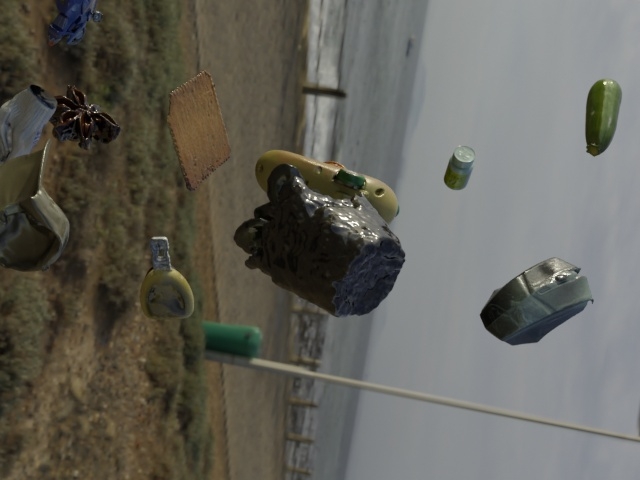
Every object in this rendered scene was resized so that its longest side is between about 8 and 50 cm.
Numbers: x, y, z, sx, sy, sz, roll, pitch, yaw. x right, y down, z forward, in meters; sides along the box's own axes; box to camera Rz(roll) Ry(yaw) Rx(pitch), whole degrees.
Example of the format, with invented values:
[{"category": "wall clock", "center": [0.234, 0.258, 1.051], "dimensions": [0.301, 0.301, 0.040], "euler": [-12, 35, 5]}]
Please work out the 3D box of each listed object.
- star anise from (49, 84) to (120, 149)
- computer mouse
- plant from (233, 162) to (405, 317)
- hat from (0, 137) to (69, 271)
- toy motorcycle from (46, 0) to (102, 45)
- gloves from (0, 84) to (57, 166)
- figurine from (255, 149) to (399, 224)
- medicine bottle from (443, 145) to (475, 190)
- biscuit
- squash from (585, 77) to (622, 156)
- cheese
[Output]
[{"category": "star anise", "center": [-0.661, -0.330, 2.303], "dimensions": [0.220, 0.190, 0.126], "euler": [53, -35, 30]}, {"category": "computer mouse", "center": [0.396, 0.104, 1.522], "dimensions": [0.126, 0.231, 0.071], "euler": [56, -15, 29]}, {"category": "plant", "center": [0.000, 0.000, 1.444], "dimensions": [0.188, 0.276, 0.199], "euler": [-11, 130, -49]}, {"category": "hat", "center": [-0.423, -0.052, 1.252], "dimensions": [0.144, 0.166, 0.173], "euler": [54, 35, -22]}, {"category": "toy motorcycle", "center": [-0.548, -0.530, 1.864], "dimensions": [0.114, 0.076, 0.205], "euler": [-27, 148, -60]}, {"category": "gloves", "center": [-0.600, -0.198, 1.614], "dimensions": [0.229, 0.119, 0.097], "euler": [-45, 165, -4]}, {"category": "figurine", "center": [0.013, -0.115, 1.801], "dimensions": [0.222, 0.324, 0.124], "euler": [-21, 131, -70]}, {"category": "medicine bottle", "center": [0.258, -0.134, 1.542], "dimensions": [0.083, 0.047, 0.047], "euler": [97, 5, -57]}, {"category": "biscuit", "center": [-0.291, -0.265, 1.994], "dimensions": [0.232, 0.013, 0.237], "euler": [-53, 135, -53]}, {"category": "squash", "center": [0.542, -0.240, 1.612], "dimensions": [0.066, 0.066, 0.201], "euler": [93, 16, -55]}, {"category": "cheese", "center": [-0.249, 0.059, 1.328], "dimensions": [0.036, 0.086, 0.163], "euler": [-89, -179, -53]}]
